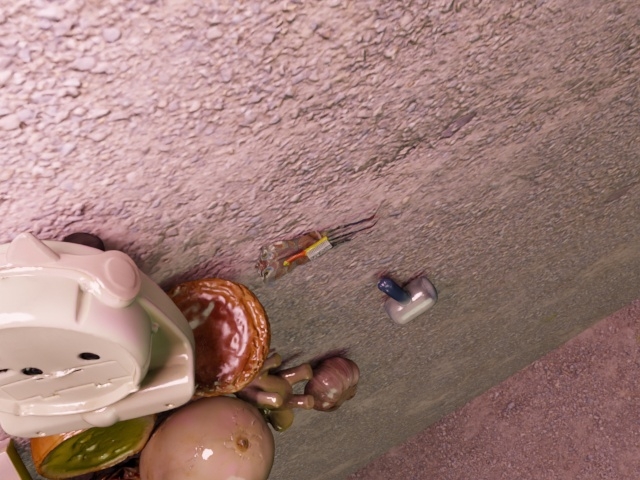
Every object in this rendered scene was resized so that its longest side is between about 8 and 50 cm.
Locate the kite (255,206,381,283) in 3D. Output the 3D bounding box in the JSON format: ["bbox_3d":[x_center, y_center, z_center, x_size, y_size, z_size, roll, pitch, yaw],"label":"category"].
[{"bbox_3d":[0.001,0.002,1.095,0.229,0.016,0.127,-24,156,-11],"label":"kite"}]

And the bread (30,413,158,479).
[{"bbox_3d":[-0.398,0.341,1.212,0.236,0.070,0.236,-24,152,-14],"label":"bread"}]

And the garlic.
[{"bbox_3d":[0.023,0.334,1.595,0.159,0.102,0.147,-14,137,-52],"label":"garlic"}]

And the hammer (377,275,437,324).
[{"bbox_3d":[0.165,0.109,1.391,0.116,0.069,0.194,-36,148,12],"label":"hammer"}]

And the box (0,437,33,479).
[{"bbox_3d":[-0.597,0.463,1.112,0.260,0.175,0.062,-25,-166,-13],"label":"box"}]

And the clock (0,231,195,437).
[{"bbox_3d":[-0.312,0.112,0.783,0.265,0.109,0.324,-13,142,7],"label":"clock"}]

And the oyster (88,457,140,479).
[{"bbox_3d":[-0.484,0.550,1.464,0.361,0.096,0.221,-33,158,6],"label":"oyster"}]

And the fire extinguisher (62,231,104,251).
[{"bbox_3d":[-0.305,0.061,0.848,0.062,0.050,0.177,6,140,-21],"label":"fire extinguisher"}]

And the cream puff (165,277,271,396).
[{"bbox_3d":[-0.167,0.146,1.043,0.183,0.183,0.169,-27,176,-7],"label":"cream puff"}]

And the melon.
[{"bbox_3d":[-0.219,0.418,1.307,0.223,0.223,0.317,-3,154,-43],"label":"melon"}]

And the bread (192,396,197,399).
[{"bbox_3d":[-0.231,0.266,1.292,0.070,0.035,0.083,-27,147,-7],"label":"bread"}]

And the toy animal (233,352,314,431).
[{"bbox_3d":[-0.103,0.328,1.442,0.168,0.121,0.233,-17,151,15],"label":"toy animal"}]

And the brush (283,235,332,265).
[{"bbox_3d":[-0.021,0.023,1.075,0.083,0.021,0.019,-29,155,6],"label":"brush"}]
